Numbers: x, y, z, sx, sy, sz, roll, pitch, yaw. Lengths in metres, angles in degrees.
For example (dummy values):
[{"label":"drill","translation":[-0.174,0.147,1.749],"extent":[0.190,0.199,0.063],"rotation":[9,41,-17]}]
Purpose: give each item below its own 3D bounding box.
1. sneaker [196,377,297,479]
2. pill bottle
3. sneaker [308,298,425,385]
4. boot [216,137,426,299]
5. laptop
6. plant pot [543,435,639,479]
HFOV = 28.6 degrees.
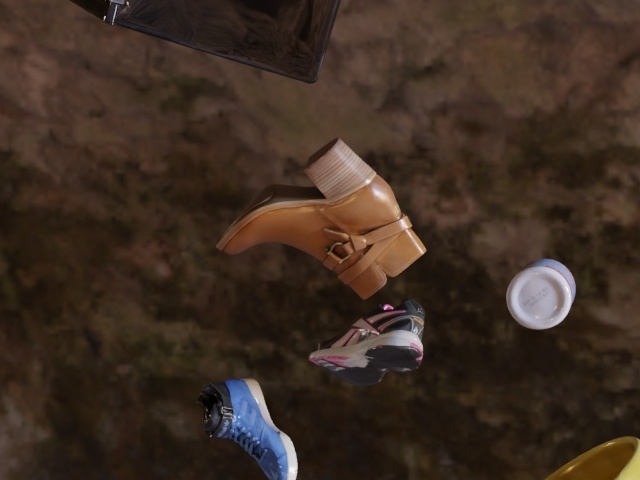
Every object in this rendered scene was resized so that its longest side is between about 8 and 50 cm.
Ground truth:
[{"label":"sneaker","translation":[-0.090,0.221,1.425],"extent":[0.084,0.152,0.058],"rotation":[1,-44,-36]},{"label":"pill bottle","translation":[0.310,0.071,1.747],"extent":[0.087,0.087,0.160],"rotation":[1,6,15]},{"label":"sneaker","translation":[0.062,0.112,1.419],"extent":[0.072,0.077,0.178],"rotation":[37,-32,-28]},{"label":"boot","translation":[0.000,0.000,1.890],"extent":[0.283,0.220,0.109],"rotation":[-35,13,21]},{"label":"laptop","translation":[-0.149,-0.453,1.618],"extent":[0.236,0.382,0.408],"rotation":[8,16,-34]},{"label":"plant pot","translation":[0.416,0.446,1.770],"extent":[0.254,0.239,0.254],"rotation":[-36,0,0]}]
